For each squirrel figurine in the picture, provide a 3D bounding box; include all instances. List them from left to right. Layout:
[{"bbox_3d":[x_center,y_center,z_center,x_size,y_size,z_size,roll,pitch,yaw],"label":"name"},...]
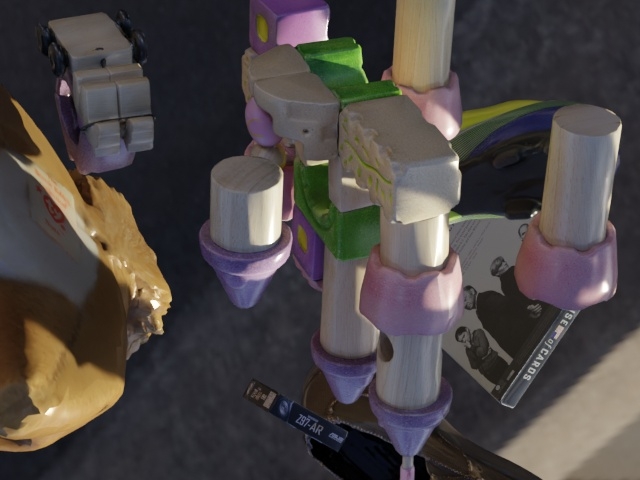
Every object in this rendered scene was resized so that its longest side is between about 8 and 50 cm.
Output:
[{"bbox_3d":[-0.320,0.072,1.215,0.370,0.281,0.397,-30,171,14],"label":"squirrel figurine"}]

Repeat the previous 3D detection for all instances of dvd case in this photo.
[{"bbox_3d":[0.182,0.044,1.847,0.029,0.239,0.179,25,102,-38],"label":"dvd case"}]

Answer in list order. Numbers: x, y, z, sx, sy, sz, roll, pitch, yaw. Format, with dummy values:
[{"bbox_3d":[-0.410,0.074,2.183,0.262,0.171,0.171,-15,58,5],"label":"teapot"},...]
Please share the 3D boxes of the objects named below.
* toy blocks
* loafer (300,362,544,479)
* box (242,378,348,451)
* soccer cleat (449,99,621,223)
[{"bbox_3d":[0.000,0.000,1.149,0.309,0.288,0.260,-11,126,-20],"label":"toy blocks"},{"bbox_3d":[0.115,0.266,1.699,0.366,0.130,0.134,37,122,1],"label":"loafer"},{"bbox_3d":[-0.021,0.138,1.370,0.067,0.083,0.018,31,85,-16],"label":"box"},{"bbox_3d":[0.100,-0.062,1.384,0.289,0.121,0.093,-1,114,25],"label":"soccer cleat"}]
